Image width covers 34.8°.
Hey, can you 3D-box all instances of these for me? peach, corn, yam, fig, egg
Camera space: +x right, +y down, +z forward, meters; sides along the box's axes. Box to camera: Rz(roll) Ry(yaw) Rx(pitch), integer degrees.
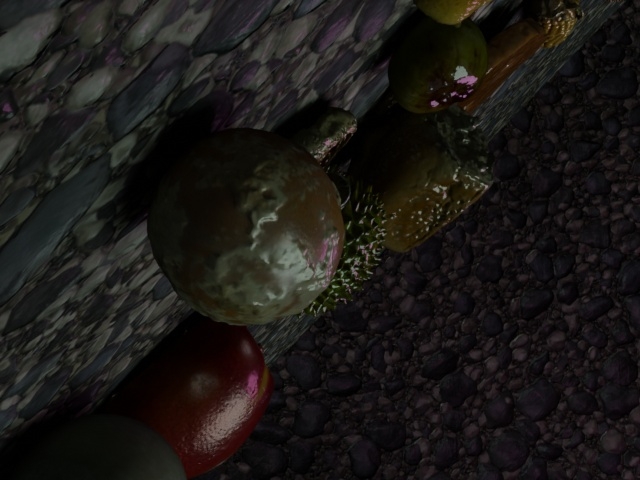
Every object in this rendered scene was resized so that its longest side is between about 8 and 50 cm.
[{"bbox_3d":[-0.220,0.288,1.705,0.362,0.201,0.258,-44,173,-18],"label":"peach"},{"bbox_3d":[0.460,-0.443,2.024,0.106,0.106,0.293,-48,175,8],"label":"corn"},{"bbox_3d":[0.007,-0.056,1.345,0.054,0.054,0.132,-45,178,-8],"label":"yam"},{"bbox_3d":[0.158,-0.235,1.353,0.153,0.121,0.136,-40,175,-42],"label":"fig"},{"bbox_3d":[-0.314,0.375,1.445,0.258,0.258,0.352,-45,170,-10],"label":"egg"},{"bbox_3d":[-0.071,-0.014,0.993,0.195,0.195,0.233,-44,159,-19],"label":"egg"}]

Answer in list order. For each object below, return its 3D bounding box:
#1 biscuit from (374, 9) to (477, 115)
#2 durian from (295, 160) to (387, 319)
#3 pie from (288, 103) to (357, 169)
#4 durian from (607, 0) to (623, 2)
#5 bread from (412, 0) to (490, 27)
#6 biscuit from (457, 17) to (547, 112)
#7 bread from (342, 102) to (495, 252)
[{"bbox_3d":[0.168,-0.282,1.522,0.131,0.026,0.237,-43,173,-37],"label":"biscuit"},{"bbox_3d":[-0.001,0.003,1.520,0.237,0.176,0.200,-60,-154,25],"label":"durian"},{"bbox_3d":[-0.054,-0.069,1.313,0.274,0.055,0.274,-46,178,-2],"label":"pie"},{"bbox_3d":[0.503,-0.492,1.814,0.158,0.168,0.137,-25,152,-27],"label":"durian"},{"bbox_3d":[0.190,-0.329,1.135,0.245,0.102,0.094,-39,176,-38],"label":"bread"},{"bbox_3d":[0.254,-0.273,1.870,0.365,0.062,0.385,-43,175,28],"label":"biscuit"},{"bbox_3d":[0.149,-0.124,1.624,0.246,0.176,0.195,-38,-145,30],"label":"bread"}]
